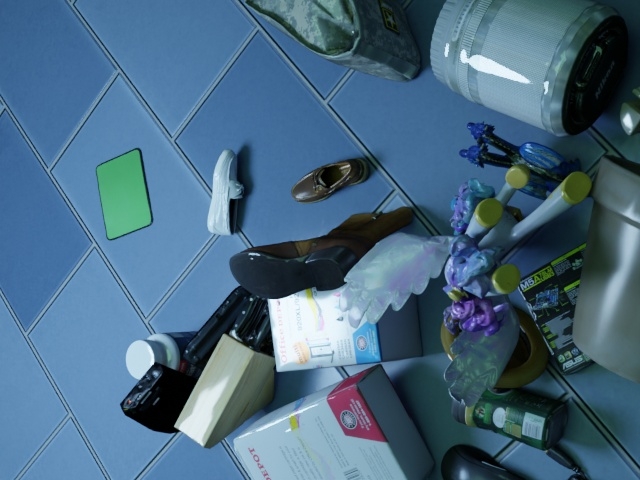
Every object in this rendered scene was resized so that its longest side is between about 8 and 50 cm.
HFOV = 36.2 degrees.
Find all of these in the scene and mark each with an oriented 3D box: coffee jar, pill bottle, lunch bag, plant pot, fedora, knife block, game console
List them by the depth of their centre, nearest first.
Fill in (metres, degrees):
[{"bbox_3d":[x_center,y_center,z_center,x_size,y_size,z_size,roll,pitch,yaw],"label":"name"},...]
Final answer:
[{"bbox_3d":[0.512,0.059,1.443,0.323,0.323,0.280,30,107,31],"label":"plant pot"},{"bbox_3d":[0.322,0.296,1.686,0.184,0.096,0.079,14,106,34],"label":"coffee jar"},{"bbox_3d":[0.297,0.193,1.697,0.194,0.194,0.079,39,144,29],"label":"fedora"},{"bbox_3d":[0.043,-0.411,1.824,0.287,0.235,0.169,41,107,28],"label":"lunch bag"},{"bbox_3d":[-0.167,0.244,1.940,0.088,0.276,0.242,26,132,32],"label":"knife block"},{"bbox_3d":[-0.239,0.249,2.022,0.361,0.213,0.044,-49,55,1],"label":"game console"},{"bbox_3d":[-0.318,0.248,2.069,0.108,0.180,0.108,-2,87,34],"label":"pill bottle"}]

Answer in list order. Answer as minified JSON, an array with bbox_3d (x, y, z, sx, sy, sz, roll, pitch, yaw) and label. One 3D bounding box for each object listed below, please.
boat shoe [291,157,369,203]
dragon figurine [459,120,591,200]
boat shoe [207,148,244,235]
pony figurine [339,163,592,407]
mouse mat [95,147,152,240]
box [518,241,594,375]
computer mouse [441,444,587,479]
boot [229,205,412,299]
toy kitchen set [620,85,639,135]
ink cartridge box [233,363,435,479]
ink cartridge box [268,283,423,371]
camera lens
[{"bbox_3d":[0.009,-0.122,1.939,0.178,0.060,0.064,-20,77,32],"label":"boat shoe"},{"bbox_3d":[0.371,-0.117,1.645,0.289,0.144,0.085,30,104,31],"label":"dragon figurine"},{"bbox_3d":[-0.194,-0.100,2.076,0.063,0.066,0.184,13,93,20],"label":"boat shoe"},{"bbox_3d":[0.244,0.044,1.557,0.303,0.363,0.351,39,73,3],"label":"pony figurine"},{"bbox_3d":[-0.461,-0.107,2.288,0.153,0.007,0.189,-18,79,32],"label":"mouse mat"},{"bbox_3d":[0.450,0.105,1.642,0.191,0.045,0.184,-34,68,28],"label":"box"},{"bbox_3d":[0.328,0.415,1.698,0.262,0.060,0.184,33,106,30],"label":"computer mouse"},{"bbox_3d":[0.000,0.000,1.811,0.264,0.280,0.096,-11,109,34],"label":"boot"},{"bbox_3d":[0.601,-0.229,1.535,0.166,0.122,0.207,46,132,26],"label":"toy kitchen set"},{"bbox_3d":[0.024,0.396,1.832,0.306,0.131,0.226,-28,91,31],"label":"ink cartridge box"},{"bbox_3d":[0.045,0.149,1.836,0.233,0.168,0.171,-11,83,33],"label":"ink cartridge box"},{"bbox_3d":[0.350,-0.310,1.622,0.274,0.219,0.219,29,103,31],"label":"camera lens"}]
